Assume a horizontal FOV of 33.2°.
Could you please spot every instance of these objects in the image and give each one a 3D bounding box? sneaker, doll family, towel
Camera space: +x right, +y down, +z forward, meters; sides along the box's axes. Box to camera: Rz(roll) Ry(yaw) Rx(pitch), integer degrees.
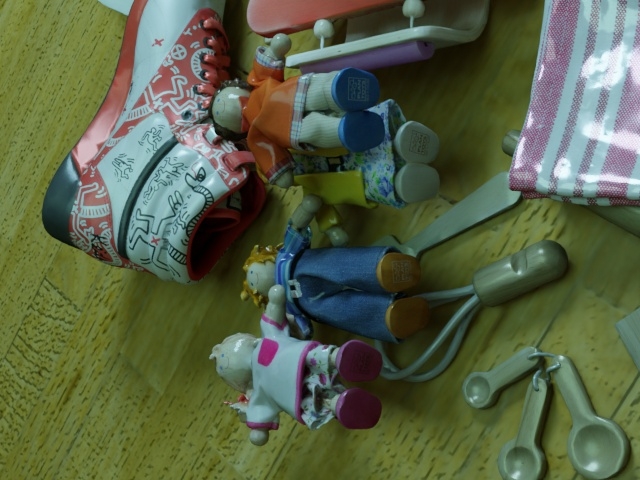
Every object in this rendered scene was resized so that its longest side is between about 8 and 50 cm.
[{"bbox_3d":[-0.090,-0.098,0.816,0.145,0.090,0.270,21,81,20],"label":"sneaker"},{"bbox_3d":[0.000,0.000,0.707,0.163,0.118,0.263,7,98,49],"label":"doll family"},{"bbox_3d":[0.207,-0.087,0.591,0.197,0.029,0.144,5,74,34],"label":"towel"}]

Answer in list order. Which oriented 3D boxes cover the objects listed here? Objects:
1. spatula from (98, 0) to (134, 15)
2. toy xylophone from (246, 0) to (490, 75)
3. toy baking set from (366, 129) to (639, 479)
[{"bbox_3d":[-0.165,-0.291,0.918,0.242,0.019,0.168,39,106,49],"label":"spatula"},{"bbox_3d":[0.027,-0.253,0.754,0.236,0.081,0.322,-15,72,35],"label":"toy xylophone"},{"bbox_3d":[0.121,0.033,0.653,0.256,0.030,0.196,40,105,36],"label":"toy baking set"}]
